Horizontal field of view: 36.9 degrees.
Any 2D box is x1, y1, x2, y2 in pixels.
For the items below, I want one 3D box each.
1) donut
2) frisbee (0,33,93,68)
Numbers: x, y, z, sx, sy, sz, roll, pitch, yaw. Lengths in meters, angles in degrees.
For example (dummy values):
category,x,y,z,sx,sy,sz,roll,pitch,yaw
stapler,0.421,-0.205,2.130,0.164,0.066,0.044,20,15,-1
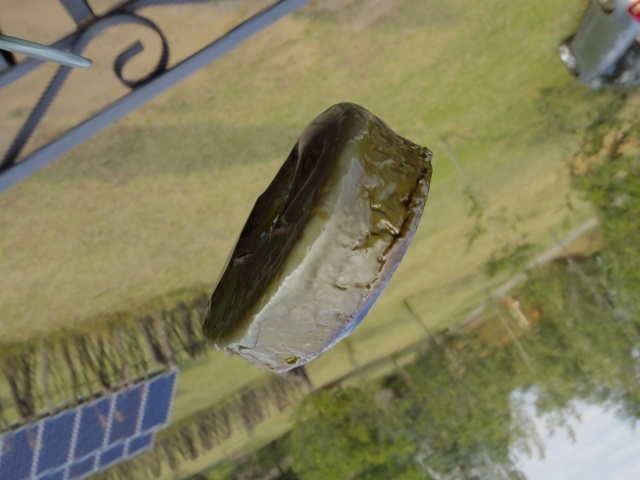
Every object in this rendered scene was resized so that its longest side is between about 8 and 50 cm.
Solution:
category,x,y,z,sx,sy,sz,roll,pitch,yaw
donut,0.000,0.000,1.082,0.330,0.160,0.330,-52,-158,30
frisbee,-0.304,-0.205,1.049,0.110,0.110,0.014,3,102,-70
